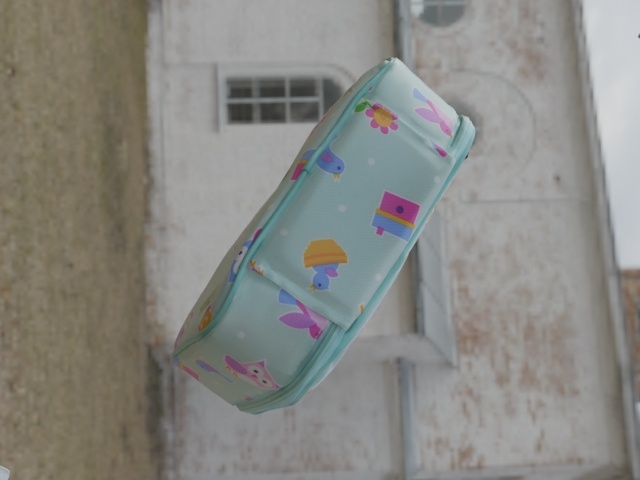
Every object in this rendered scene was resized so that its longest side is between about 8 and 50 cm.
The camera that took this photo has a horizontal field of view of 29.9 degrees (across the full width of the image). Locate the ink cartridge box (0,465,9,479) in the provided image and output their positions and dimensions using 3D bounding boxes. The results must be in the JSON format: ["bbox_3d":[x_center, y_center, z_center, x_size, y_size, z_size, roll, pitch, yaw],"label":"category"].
[{"bbox_3d":[-0.415,0.240,1.065,0.092,0.219,0.160,61,46,-65],"label":"ink cartridge box"}]

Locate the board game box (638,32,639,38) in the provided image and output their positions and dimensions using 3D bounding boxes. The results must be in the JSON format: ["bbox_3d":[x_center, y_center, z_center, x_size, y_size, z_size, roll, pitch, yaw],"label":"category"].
[{"bbox_3d":[0.298,-0.153,0.650,0.211,0.160,0.039,-55,-175,-2],"label":"board game box"}]

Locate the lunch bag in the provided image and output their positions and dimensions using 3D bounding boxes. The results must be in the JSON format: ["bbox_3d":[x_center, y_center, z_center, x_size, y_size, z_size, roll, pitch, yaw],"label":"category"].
[{"bbox_3d":[0.000,0.000,0.942,0.279,0.108,0.224,-56,-175,-21],"label":"lunch bag"}]
